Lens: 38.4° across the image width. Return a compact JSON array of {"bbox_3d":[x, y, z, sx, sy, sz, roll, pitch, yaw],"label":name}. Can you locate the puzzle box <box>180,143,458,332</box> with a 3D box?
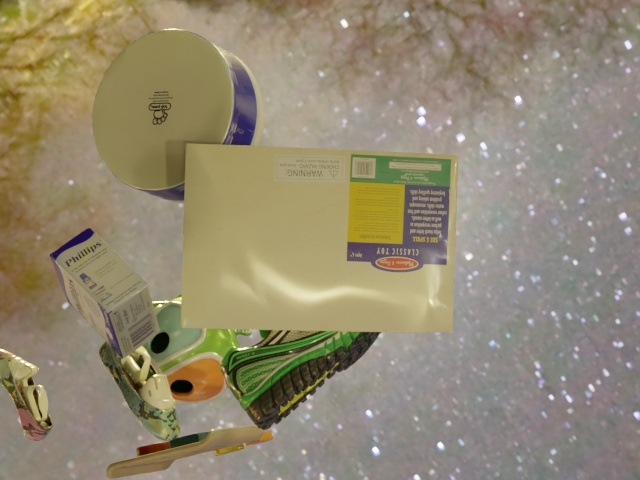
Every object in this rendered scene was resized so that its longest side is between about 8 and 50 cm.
[{"bbox_3d":[0.000,0.000,1.368,0.408,0.272,0.052,2,180,-6],"label":"puzzle box"}]

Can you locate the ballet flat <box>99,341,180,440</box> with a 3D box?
[{"bbox_3d":[-0.254,0.200,1.310,0.070,0.070,0.188,-41,-116,-8],"label":"ballet flat"}]

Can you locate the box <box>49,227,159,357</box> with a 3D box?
[{"bbox_3d":[-0.302,0.074,1.295,0.072,0.126,0.137,-37,-118,-25],"label":"box"}]

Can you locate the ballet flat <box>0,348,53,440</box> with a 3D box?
[{"bbox_3d":[-0.625,0.316,1.956,0.079,0.221,0.077,-33,168,22],"label":"ballet flat"}]

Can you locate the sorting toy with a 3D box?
[{"bbox_3d":[-0.224,0.381,1.713,0.229,0.041,0.307,-22,164,19],"label":"sorting toy"}]

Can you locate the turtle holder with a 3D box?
[{"bbox_3d":[-0.331,0.232,2.130,0.227,0.320,0.243,-27,163,-35],"label":"turtle holder"}]

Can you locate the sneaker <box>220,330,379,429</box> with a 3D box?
[{"bbox_3d":[-0.008,0.140,1.462,0.343,0.146,0.134,-33,159,-29],"label":"sneaker"}]

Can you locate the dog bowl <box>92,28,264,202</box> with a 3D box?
[{"bbox_3d":[-0.229,-0.197,1.473,0.265,0.265,0.104,-30,162,17],"label":"dog bowl"}]
